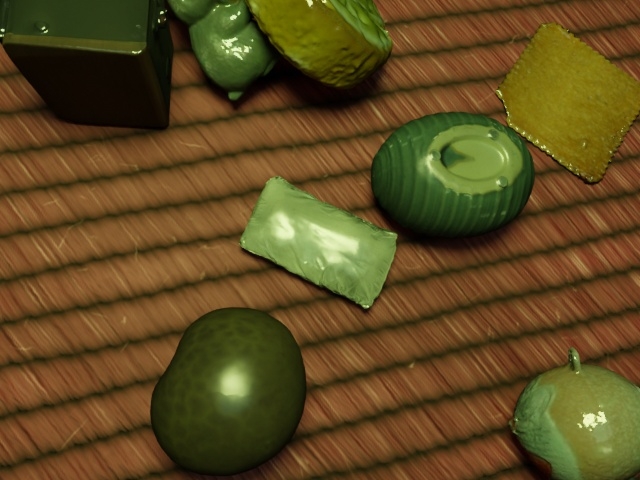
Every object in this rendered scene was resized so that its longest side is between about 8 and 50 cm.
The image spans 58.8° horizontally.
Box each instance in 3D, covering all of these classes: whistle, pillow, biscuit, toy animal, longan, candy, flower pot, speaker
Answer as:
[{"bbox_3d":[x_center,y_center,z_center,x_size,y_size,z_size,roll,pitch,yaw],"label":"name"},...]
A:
[{"bbox_3d":[0.368,0.319,0.793,0.189,0.189,0.347,-13,94,-11],"label":"whistle"},{"bbox_3d":[0.000,0.000,0.857,0.229,0.051,0.128,27,73,0],"label":"pillow"},{"bbox_3d":[0.436,-0.245,0.990,0.237,0.013,0.232,36,76,1],"label":"biscuit"},{"bbox_3d":[-0.168,-0.337,0.831,0.251,0.125,0.127,43,44,-22],"label":"toy animal"},{"bbox_3d":[-0.113,0.194,0.733,0.198,0.198,0.212,22,61,-3],"label":"longan"},{"bbox_3d":[0.000,-0.344,0.839,0.260,0.118,0.259,31,40,-30],"label":"candy"},{"bbox_3d":[0.199,-0.097,0.852,0.243,0.157,0.189,-1,77,-10],"label":"flower pot"},{"bbox_3d":[-0.299,-0.270,0.777,0.193,0.231,0.153,1,78,-8],"label":"speaker"}]
